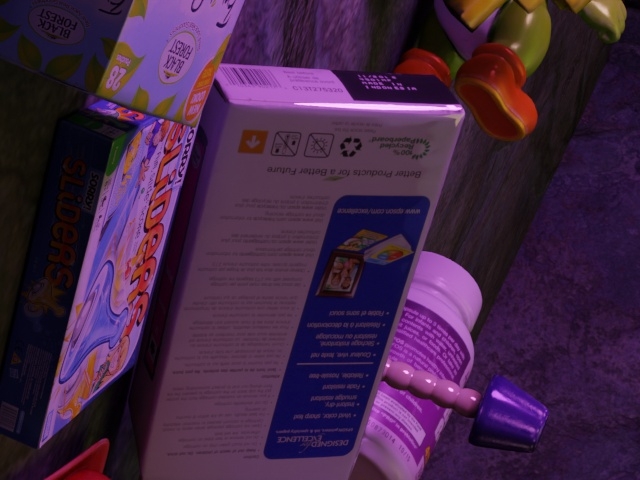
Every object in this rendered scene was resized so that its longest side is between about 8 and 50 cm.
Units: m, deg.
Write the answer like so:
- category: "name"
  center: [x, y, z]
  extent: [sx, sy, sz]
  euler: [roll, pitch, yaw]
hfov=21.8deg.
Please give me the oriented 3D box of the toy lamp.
- category: "toy lamp"
  center: [0.099, 0.145, 1.708]
  extent: [0.080, 0.274, 0.080]
  euler: [23, 90, -79]

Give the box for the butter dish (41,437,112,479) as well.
- category: "butter dish"
  center: [-0.153, 0.235, 1.103]
  extent: [0.160, 0.118, 0.160]
  euler: [-29, 140, -71]

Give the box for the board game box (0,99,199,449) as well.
- category: "board game box"
  center: [-0.131, 0.008, 0.989]
  extent: [0.136, 0.035, 0.201]
  euler: [-45, 154, -63]

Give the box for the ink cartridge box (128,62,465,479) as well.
- category: "ink cartridge box"
  center: [-0.031, 0.051, 1.194]
  extent: [0.069, 0.175, 0.371]
  euler: [-124, -139, -51]

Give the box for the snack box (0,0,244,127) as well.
- category: "snack box"
  center: [-0.075, -0.168, 0.832]
  extent: [0.174, 0.070, 0.207]
  euler: [3, 110, -79]

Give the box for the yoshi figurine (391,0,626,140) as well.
- category: "yoshi figurine"
  center: [0.214, -0.257, 1.764]
  extent: [0.362, 0.203, 0.203]
  euler: [-66, -175, -24]

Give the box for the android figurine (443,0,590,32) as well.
- category: "android figurine"
  center: [0.199, -0.316, 1.479]
  extent: [0.273, 0.056, 0.248]
  euler: [-41, 127, 6]

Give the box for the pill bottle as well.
- category: "pill bottle"
  center: [0.076, 0.158, 1.898]
  extent: [0.169, 0.169, 0.301]
  euler: [98, 18, -51]

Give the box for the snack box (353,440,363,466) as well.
- category: "snack box"
  center: [0.008, 0.209, 1.507]
  extent: [0.178, 0.022, 0.064]
  euler: [32, 80, -80]
